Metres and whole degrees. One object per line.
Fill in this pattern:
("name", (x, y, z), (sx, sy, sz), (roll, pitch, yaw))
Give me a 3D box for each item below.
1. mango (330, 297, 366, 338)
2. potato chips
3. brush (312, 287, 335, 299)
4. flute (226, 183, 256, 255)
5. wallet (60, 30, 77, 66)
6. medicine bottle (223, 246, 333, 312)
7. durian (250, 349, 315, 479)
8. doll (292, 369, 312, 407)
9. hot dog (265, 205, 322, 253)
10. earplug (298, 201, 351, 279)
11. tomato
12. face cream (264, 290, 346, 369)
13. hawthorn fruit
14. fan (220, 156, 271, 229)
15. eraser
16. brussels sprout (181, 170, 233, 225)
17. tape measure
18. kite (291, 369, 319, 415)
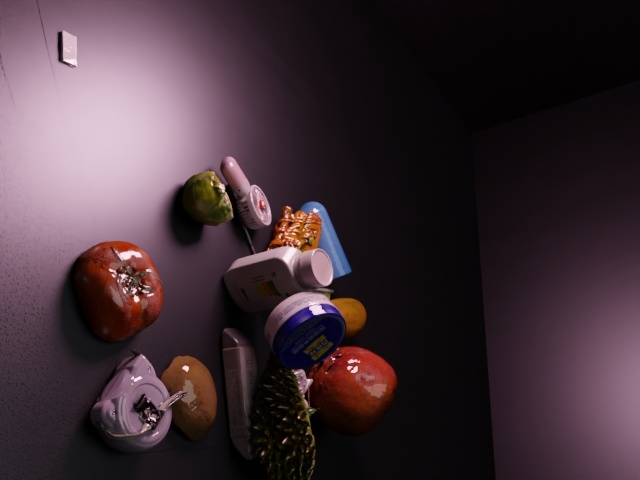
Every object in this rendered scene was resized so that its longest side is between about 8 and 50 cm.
("mango", (0.072, 0.264, 2.358), (0.253, 0.113, 0.138), (6, 82, -55))
("potato chips", (-0.309, 0.386, 1.721), (0.195, 0.062, 0.207), (19, 59, -57))
("brush", (-0.054, 0.167, 2.257), (0.297, 0.068, 0.060), (16, 85, -52))
("flute", (-0.230, -0.045, 2.092), (0.014, 0.014, 0.269), (-34, 106, -59))
("wallet", (-0.600, -0.458, 1.663), (0.044, 0.011, 0.083), (18, 62, -55))
("medicine bottle", (-0.115, 0.105, 1.934), (0.161, 0.297, 0.111), (62, 32, -22))
("durian", (-0.081, 0.471, 1.863), (0.198, 0.163, 0.394), (31, 40, -59))
("doll", (-0.076, 0.450, 2.057), (0.129, 0.081, 0.207), (-10, 88, -31))
("hot dog", (-0.087, 0.024, 2.146), (0.348, 0.159, 0.117), (-73, 166, -45))
("earplug", (0.000, 0.000, 2.353), (0.132, 0.133, 0.272), (-19, 90, -60))
("tomato", (-0.445, 0.111, 1.584), (0.237, 0.095, 0.236), (31, 52, -49))
("face cream", (-0.043, 0.236, 1.856), (0.206, 0.206, 0.111), (36, 13, -48))
("hawthorn fruit", (0.070, 0.438, 2.153), (0.307, 0.276, 0.276), (41, 39, -11))
("fan", (-0.222, -0.141, 2.060), (0.130, 0.074, 0.244), (-85, 152, -53))
("eraser", (-0.209, 0.408, 1.876), (0.089, 0.061, 0.351), (14, 66, -60))
("brussels sprout", (-0.311, -0.107, 1.887), (0.151, 0.122, 0.149), (-127, -163, -72))
("tape measure", (-0.400, 0.370, 1.531), (0.178, 0.105, 0.196), (55, 34, -31))
("kite", (-0.089, 0.452, 2.003), (0.198, 0.006, 0.244), (10, 81, -23))
